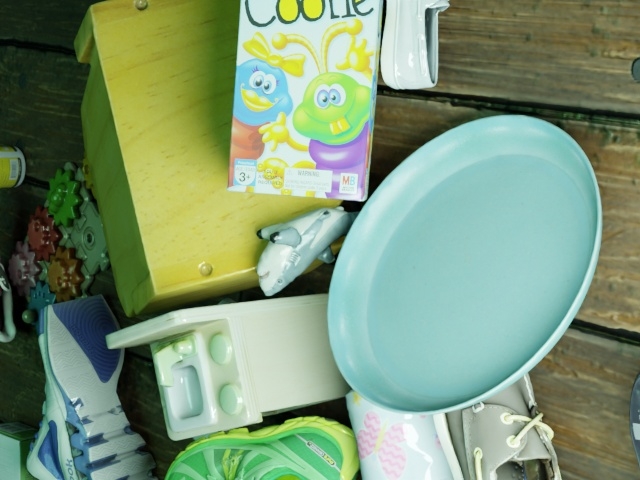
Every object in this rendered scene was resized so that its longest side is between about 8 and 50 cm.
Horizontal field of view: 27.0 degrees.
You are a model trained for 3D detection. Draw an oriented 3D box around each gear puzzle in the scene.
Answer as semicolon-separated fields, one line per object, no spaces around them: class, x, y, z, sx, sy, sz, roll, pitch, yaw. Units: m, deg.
gear puzzle;-0.366;-0.007;1.904;0.339;0.044;0.175;-54;56;35

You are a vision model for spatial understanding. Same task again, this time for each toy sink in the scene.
toy sink;-0.098;0.145;1.492;0.153;0.234;0.131;-21;77;45

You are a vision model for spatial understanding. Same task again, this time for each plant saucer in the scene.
plant saucer;0.140;0.026;1.282;0.317;0.044;0.317;-27;45;31

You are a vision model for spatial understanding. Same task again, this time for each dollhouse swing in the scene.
dollhouse swing;-0.141;-0.095;1.630;0.305;0.315;0.346;88;167;-78

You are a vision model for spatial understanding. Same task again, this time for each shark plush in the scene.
shark plush;0.000;0.000;1.447;0.073;0.161;0.067;-2;111;63

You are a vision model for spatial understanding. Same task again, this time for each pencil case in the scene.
pencil case;0.109;0.266;1.370;0.124;0.113;0.273;-18;80;28

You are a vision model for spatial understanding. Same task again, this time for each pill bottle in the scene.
pill bottle;-0.508;-0.110;1.995;0.065;0.116;0.065;4;95;47

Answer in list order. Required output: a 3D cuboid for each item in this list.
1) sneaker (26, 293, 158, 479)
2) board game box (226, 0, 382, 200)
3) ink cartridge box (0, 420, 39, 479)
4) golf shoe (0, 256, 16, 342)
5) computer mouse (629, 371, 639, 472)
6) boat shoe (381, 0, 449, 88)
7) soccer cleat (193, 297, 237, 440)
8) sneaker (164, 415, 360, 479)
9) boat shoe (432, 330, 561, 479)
sneaker;-0.349;0.246;1.846;0.182;0.127;0.315;-26;76;43
board game box;-0.010;-0.183;1.387;0.142;0.144;0.275;4;93;3
ink cartridge box;-0.459;0.389;2.021;0.109;0.062;0.209;8;99;46
golf shoe;-0.509;0.029;1.975;0.120;0.105;0.273;34;146;42
computer mouse;0.305;0.224;1.198;0.184;0.060;0.262;-3;102;43
boat shoe;0.104;-0.248;1.376;0.063;0.066;0.184;8;93;25
soccer cleat;-0.116;0.167;1.643;0.076;0.068;0.196;22;111;28
sneaker;-0.082;0.283;1.507;0.295;0.109;0.123;-24;32;37
boat shoe;0.180;0.215;1.269;0.097;0.117;0.324;-19;70;50
